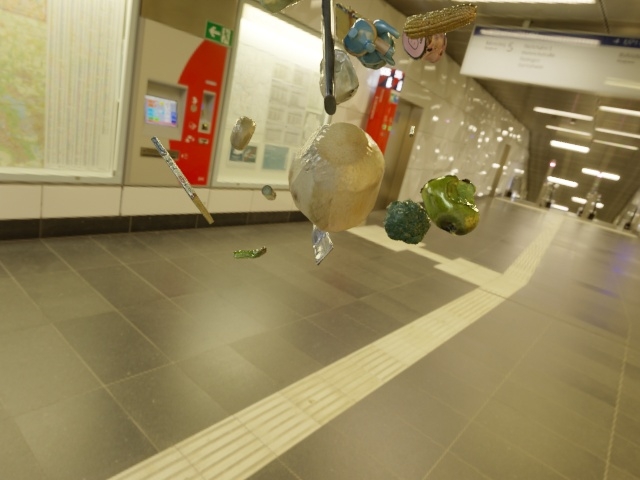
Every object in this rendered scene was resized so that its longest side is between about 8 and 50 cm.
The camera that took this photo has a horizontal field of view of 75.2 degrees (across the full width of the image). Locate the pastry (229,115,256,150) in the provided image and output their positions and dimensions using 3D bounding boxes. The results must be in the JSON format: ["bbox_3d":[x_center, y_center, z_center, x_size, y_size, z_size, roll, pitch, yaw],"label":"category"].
[{"bbox_3d":[-0.349,-0.476,1.851,0.091,0.157,0.156,21,14,-12],"label":"pastry"}]

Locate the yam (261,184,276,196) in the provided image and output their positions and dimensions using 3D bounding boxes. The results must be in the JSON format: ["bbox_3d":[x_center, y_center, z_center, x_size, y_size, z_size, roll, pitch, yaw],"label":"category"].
[{"bbox_3d":[-0.287,-0.265,2.338,0.068,0.069,0.169,14,-1,2],"label":"yam"}]

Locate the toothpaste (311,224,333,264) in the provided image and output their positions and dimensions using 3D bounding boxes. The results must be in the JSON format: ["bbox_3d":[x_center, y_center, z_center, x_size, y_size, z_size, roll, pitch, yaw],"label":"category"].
[{"bbox_3d":[0.000,0.002,1.846,0.068,0.099,0.282,7,28,-10],"label":"toothpaste"}]

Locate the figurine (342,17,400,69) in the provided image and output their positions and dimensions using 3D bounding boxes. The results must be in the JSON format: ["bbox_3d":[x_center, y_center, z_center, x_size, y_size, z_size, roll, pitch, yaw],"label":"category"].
[{"bbox_3d":[0.172,-0.656,1.393,0.179,0.154,0.262,13,25,8],"label":"figurine"}]

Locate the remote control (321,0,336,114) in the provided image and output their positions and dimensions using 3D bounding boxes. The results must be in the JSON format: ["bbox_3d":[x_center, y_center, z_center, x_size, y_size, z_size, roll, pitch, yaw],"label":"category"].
[{"bbox_3d":[0.026,-0.589,1.314,0.044,0.378,0.107,-1,-16,-1],"label":"remote control"}]

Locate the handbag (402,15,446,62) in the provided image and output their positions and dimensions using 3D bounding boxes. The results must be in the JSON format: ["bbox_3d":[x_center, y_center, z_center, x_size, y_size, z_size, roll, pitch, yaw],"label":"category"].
[{"bbox_3d":[0.476,-0.921,1.916,0.116,0.179,0.205,-12,60,-21],"label":"handbag"}]

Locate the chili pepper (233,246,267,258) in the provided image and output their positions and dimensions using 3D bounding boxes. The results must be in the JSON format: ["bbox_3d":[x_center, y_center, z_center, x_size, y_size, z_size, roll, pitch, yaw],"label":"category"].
[{"bbox_3d":[-0.311,0.059,1.863,0.201,0.050,0.052,-8,22,35],"label":"chili pepper"}]

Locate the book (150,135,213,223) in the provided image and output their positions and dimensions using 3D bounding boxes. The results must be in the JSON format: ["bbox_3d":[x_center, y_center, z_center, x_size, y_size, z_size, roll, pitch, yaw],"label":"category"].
[{"bbox_3d":[-0.700,-0.302,2.125,0.428,0.039,0.300,52,-11,18],"label":"book"}]

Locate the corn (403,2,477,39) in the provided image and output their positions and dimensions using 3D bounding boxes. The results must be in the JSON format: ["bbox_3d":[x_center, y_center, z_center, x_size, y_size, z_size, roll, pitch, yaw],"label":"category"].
[{"bbox_3d":[0.486,-0.896,1.698,0.291,0.101,0.101,-8,9,19],"label":"corn"}]

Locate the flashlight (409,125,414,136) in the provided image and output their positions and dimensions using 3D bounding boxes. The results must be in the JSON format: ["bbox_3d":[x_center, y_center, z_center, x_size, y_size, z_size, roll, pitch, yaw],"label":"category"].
[{"bbox_3d":[0.448,-0.533,2.033,0.018,0.018,0.083,-5,40,24],"label":"flashlight"}]

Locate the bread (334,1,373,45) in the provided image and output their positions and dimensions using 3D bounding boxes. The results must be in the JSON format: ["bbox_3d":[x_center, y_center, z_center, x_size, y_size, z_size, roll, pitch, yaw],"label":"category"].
[{"bbox_3d":[0.181,-1.133,2.245,0.263,0.198,0.236,43,19,18],"label":"bread"}]

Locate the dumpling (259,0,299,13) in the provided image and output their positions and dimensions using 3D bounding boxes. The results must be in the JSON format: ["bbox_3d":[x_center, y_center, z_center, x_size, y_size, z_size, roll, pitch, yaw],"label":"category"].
[{"bbox_3d":[-0.138,-1.004,1.577,0.269,0.212,0.321,17,42,-7],"label":"dumpling"}]

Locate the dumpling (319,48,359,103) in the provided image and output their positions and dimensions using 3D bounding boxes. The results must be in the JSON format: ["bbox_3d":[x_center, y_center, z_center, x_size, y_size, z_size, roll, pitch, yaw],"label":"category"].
[{"bbox_3d":[0.083,-0.726,1.833,0.243,0.227,0.175,-9,14,35],"label":"dumpling"}]

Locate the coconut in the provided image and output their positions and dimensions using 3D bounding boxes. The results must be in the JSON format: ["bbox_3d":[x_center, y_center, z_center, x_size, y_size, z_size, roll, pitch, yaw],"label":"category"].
[{"bbox_3d":[0.049,-0.224,1.577,0.344,0.416,0.415,33,20,12],"label":"coconut"}]

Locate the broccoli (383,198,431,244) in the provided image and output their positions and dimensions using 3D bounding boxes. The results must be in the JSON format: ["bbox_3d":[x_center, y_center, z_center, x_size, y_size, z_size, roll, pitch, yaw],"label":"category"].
[{"bbox_3d":[0.478,-0.095,2.303,0.269,0.270,0.270,20,0,24],"label":"broccoli"}]

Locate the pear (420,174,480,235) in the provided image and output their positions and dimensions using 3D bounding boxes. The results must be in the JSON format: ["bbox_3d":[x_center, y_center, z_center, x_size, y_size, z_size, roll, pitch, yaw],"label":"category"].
[{"bbox_3d":[0.591,-0.150,1.875,0.238,0.164,0.256,13,55,-14],"label":"pear"}]
